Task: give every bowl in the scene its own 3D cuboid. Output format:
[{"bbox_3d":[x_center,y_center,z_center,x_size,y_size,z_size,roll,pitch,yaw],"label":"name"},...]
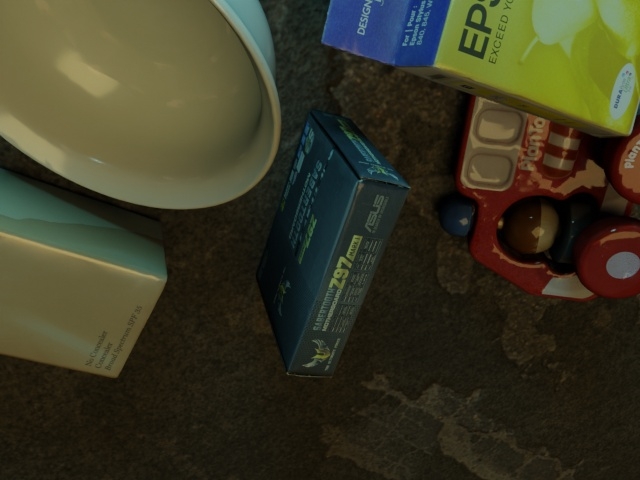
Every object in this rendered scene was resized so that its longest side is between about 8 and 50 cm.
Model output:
[{"bbox_3d":[-0.158,-0.168,0.515,0.297,0.134,0.298,12,145,9],"label":"bowl"}]

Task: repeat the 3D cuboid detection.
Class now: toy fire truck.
[{"bbox_3d":[0.282,-0.071,0.759,0.253,0.169,0.302,9,119,4],"label":"toy fire truck"}]

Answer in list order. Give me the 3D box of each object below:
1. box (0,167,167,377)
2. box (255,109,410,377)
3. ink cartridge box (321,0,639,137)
[{"bbox_3d":[-0.325,0.016,0.613,0.311,0.121,0.148,19,114,-27],"label":"box"},{"bbox_3d":[0.000,0.000,0.675,0.059,0.183,0.233,8,118,-23],"label":"box"},{"bbox_3d":[0.185,-0.280,0.563,0.307,0.072,0.304,12,95,-22],"label":"ink cartridge box"}]
